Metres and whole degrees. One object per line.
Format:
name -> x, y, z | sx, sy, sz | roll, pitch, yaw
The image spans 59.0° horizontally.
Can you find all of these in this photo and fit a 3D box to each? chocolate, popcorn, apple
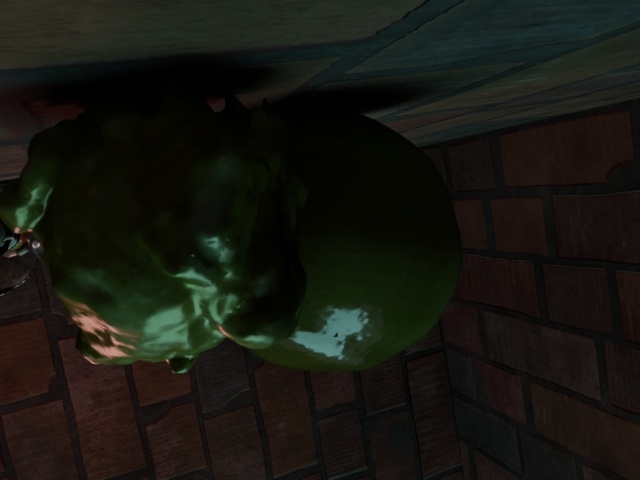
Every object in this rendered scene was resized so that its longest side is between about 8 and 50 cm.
chocolate -> -0.975, -0.012, 1.679 | 0.303, 0.303, 0.213 | -10, -157, -8
popcorn -> -0.162, -0.016, 0.598 | 0.312, 0.312, 0.312 | -9, -174, 1
apple -> 0.000, 0.000, 0.938 | 0.473, 0.474, 0.473 | -9, -174, 1

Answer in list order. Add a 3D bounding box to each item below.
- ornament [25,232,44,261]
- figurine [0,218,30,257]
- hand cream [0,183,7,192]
ornament -> -0.612, -0.032, 1.423 | 0.259, 0.260, 0.225 | -5, -148, 34
figurine -> -0.816, -0.038, 1.421 | 0.132, 0.176, 0.236 | -21, -177, 4
hand cream -> -0.715, -0.113, 1.276 | 0.320, 0.067, 0.109 | -18, -174, -10
